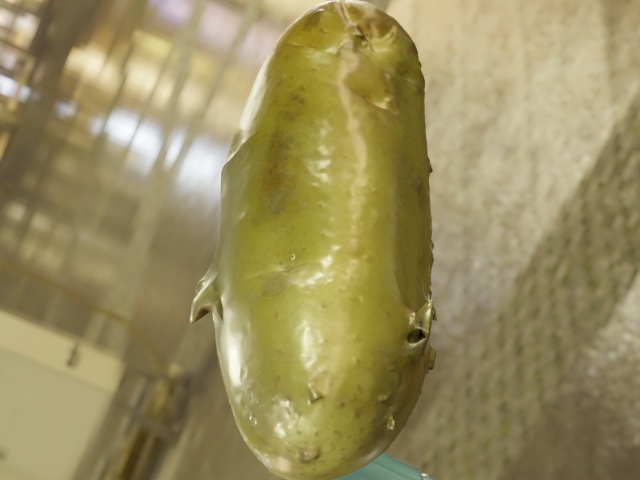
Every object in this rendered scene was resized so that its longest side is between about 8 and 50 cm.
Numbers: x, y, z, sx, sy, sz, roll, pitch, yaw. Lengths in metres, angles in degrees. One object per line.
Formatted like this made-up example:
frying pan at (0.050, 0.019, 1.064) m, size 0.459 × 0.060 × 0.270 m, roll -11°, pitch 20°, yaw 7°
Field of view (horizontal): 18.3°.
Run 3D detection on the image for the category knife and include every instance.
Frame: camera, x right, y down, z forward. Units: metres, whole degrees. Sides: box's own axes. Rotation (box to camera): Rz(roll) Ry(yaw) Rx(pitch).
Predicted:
knife at (0.074, 0.165, 1.226) m, size 0.058 × 0.244 × 0.032 m, roll -27°, pitch 47°, yaw 44°

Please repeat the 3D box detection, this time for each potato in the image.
potato at (0.000, 0.000, 0.703) m, size 0.105 × 0.085 × 0.188 m, roll 119°, pitch 159°, yaw -61°
